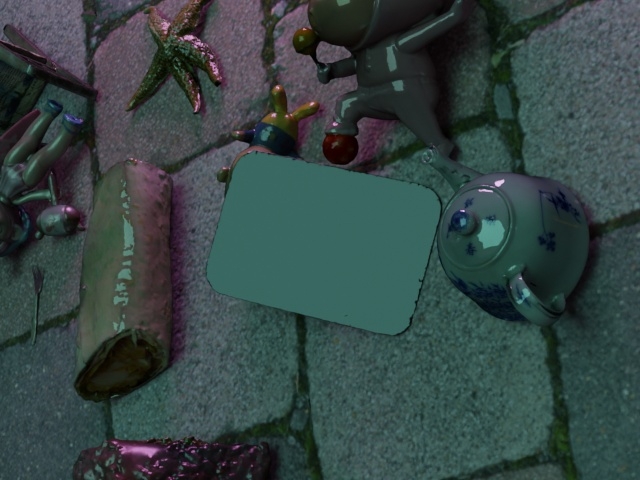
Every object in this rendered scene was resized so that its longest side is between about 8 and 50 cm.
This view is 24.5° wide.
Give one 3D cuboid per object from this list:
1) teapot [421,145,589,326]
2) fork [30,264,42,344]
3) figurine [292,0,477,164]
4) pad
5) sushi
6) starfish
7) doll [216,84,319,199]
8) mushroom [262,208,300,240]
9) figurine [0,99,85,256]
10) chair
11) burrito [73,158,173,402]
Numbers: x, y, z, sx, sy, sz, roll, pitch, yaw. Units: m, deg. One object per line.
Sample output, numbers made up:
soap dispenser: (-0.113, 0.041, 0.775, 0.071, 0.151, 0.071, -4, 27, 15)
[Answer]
teapot: (0.185, 0.000, 1.523, 0.159, 0.159, 0.232, -44, 53, 21)
fork: (-0.404, 0.091, 2.084, 0.016, 0.012, 0.115, -12, 74, 41)
figurine: (0.069, -0.228, 1.684, 0.176, 0.186, 0.287, -168, 78, -66)
pad: (0.000, 0.000, 1.714, 0.267, 0.004, 0.181, 14, 85, 21)
sushi: (-0.191, 0.285, 1.739, 0.241, 0.161, 0.107, -22, 62, 35)
starfish: (-0.202, -0.255, 2.007, 0.217, 0.050, 0.223, -55, 44, 22)
doll: (-0.069, -0.101, 1.816, 0.089, 0.102, 0.179, -99, 32, -81)
mushroom: (-0.038, -0.020, 1.770, 0.084, 0.067, 0.083, -8, 75, 32)
figurine: (-0.413, -0.071, 2.100, 0.205, 0.103, 0.260, 37, 101, 4)
chair: (-0.470, -0.226, 2.156, 0.270, 0.136, 0.147, 38, 103, 39)
burrito: (-0.252, 0.055, 1.906, 0.143, 0.105, 0.299, -15, 68, 47)
